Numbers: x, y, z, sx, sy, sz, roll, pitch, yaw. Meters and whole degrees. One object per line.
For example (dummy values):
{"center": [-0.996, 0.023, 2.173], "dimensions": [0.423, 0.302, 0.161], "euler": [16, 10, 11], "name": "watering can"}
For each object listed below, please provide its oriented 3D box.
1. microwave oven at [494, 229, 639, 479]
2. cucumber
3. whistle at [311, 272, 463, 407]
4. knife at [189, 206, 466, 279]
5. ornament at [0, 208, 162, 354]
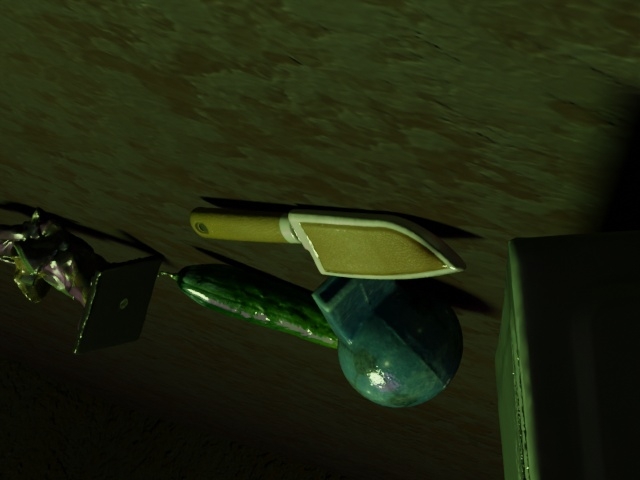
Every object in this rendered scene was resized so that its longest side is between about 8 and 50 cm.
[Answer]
{"center": [0.174, 0.121, 0.774], "dimensions": [0.181, 0.237, 0.295], "euler": [-4, 167, 4], "name": "microwave oven"}
{"center": [-0.043, 0.047, 1.383], "dimensions": [0.168, 0.039, 0.039], "euler": [19, 170, -4], "name": "cucumber"}
{"center": [0.049, 0.062, 1.156], "dimensions": [0.090, 0.090, 0.158], "euler": [19, 169, 12], "name": "whistle"}
{"center": [0.001, -0.001, 1.079], "dimensions": [0.256, 0.022, 0.046], "euler": [5, 126, 53], "name": "knife"}
{"center": [-0.229, 0.013, 1.513], "dimensions": [0.203, 0.088, 0.081], "euler": [29, -160, 35], "name": "ornament"}
